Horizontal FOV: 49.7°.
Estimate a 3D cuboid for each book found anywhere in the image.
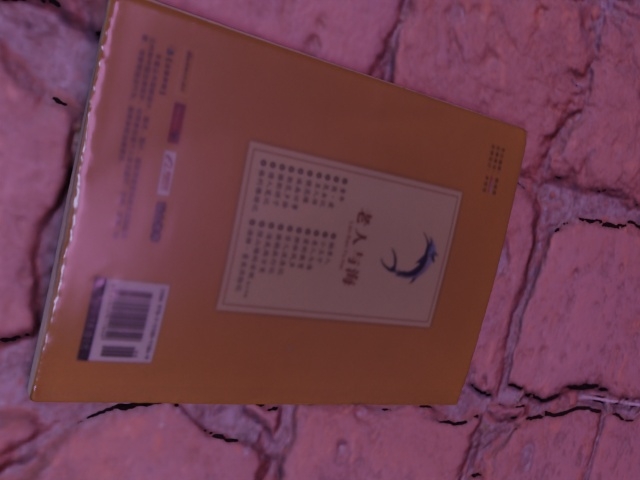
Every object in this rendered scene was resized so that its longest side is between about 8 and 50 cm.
[{"bbox_3d":[0.000,0.000,0.532,0.388,0.032,0.269,11,96,-35],"label":"book"}]
